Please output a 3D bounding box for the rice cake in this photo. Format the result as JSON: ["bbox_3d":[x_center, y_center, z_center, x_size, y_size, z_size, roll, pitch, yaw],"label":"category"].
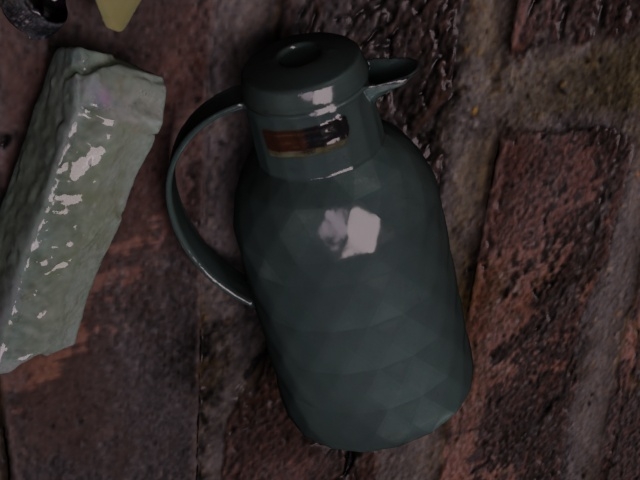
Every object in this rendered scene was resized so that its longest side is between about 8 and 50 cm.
[{"bbox_3d":[-0.158,-0.021,0.828,0.069,0.063,0.206,6,113,-43],"label":"rice cake"}]

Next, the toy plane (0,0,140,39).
[{"bbox_3d":[-0.153,-0.166,0.676,0.229,0.092,0.244,-34,158,29],"label":"toy plane"}]

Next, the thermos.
[{"bbox_3d":[0.000,0.000,0.910,0.182,0.145,0.286,-10,125,9],"label":"thermos"}]
